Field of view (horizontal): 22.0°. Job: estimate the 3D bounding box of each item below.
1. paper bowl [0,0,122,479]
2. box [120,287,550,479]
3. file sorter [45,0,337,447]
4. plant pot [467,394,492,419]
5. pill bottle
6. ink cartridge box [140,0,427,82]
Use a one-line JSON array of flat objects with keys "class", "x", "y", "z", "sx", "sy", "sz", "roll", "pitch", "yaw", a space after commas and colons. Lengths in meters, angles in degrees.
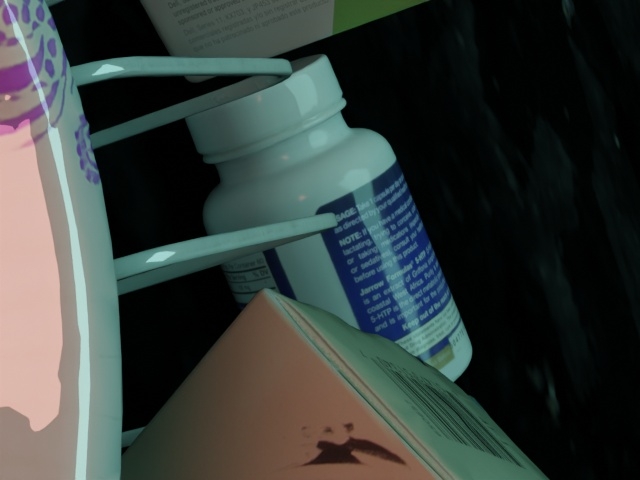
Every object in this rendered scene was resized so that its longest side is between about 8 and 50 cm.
[{"class": "paper bowl", "x": -0.171, "y": 0.021, "z": 0.267, "sx": 0.284, "sy": 0.148, "sz": 0.284, "roll": 15, "pitch": 72, "yaw": -57}, {"class": "box", "x": -0.050, "y": 0.153, "z": 0.496, "sx": 0.094, "sy": 0.275, "sz": 0.113, "roll": 45, "pitch": 10, "yaw": 34}, {"class": "file sorter", "x": -0.111, "y": -0.041, "z": 0.620, "sx": 0.193, "sy": 0.173, "sz": 0.278, "roll": -15, "pitch": 87, "yaw": -66}, {"class": "plant pot", "x": 0.000, "y": 0.174, "z": 0.673, "sx": 0.165, "sy": 0.166, "sz": 0.234, "roll": 52, "pitch": 22, "yaw": 27}, {"class": "pill bottle", "x": 0.000, "y": 0.000, "z": 0.897, "sx": 0.187, "sy": 0.112, "sz": 0.112, "roll": 68, "pitch": 25, "yaw": -11}, {"class": "ink cartridge box", "x": -0.053, "y": -0.281, "z": 0.854, "sx": 0.353, "sy": 0.207, "sz": 0.119, "roll": 61, "pitch": 28, "yaw": -25}]
